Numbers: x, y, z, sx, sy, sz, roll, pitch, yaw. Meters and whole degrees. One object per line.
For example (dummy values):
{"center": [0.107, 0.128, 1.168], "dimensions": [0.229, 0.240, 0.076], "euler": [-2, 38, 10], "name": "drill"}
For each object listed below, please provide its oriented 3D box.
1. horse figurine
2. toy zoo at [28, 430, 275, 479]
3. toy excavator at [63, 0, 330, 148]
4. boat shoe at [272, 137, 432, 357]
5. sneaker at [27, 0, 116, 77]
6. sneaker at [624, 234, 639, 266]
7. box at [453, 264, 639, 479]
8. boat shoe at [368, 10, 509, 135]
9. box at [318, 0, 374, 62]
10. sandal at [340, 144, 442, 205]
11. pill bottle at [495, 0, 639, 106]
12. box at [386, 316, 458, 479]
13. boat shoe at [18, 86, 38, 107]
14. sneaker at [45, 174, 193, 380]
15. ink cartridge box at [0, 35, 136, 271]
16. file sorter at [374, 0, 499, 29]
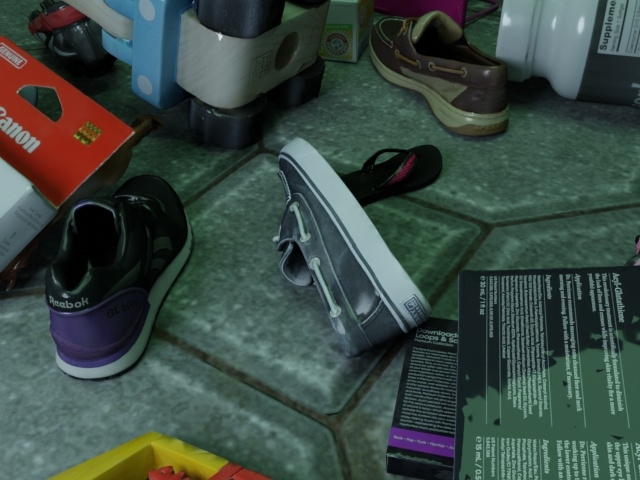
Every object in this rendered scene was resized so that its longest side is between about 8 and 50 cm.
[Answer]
{"center": [-0.285, -0.074, 0.807], "dimensions": [0.263, 0.066, 0.174], "euler": [-41, 32, -14], "name": "horse figurine"}
{"center": [-0.113, 0.200, 0.438], "dimensions": [0.293, 0.030, 0.192], "euler": [7, 21, 38], "name": "toy zoo"}
{"center": [-0.250, -0.318, 0.956], "dimensions": [0.445, 0.222, 0.433], "euler": [32, 46, 18], "name": "toy excavator"}
{"center": [0.000, 0.000, 0.720], "dimensions": [0.102, 0.108, 0.301], "euler": [-33, 45, 1], "name": "boat shoe"}
{"center": [-0.402, -0.329, 1.156], "dimensions": [0.097, 0.135, 0.276], "euler": [-34, 24, -19], "name": "sneaker"}
{"center": [0.345, 0.015, 0.732], "dimensions": [0.119, 0.047, 0.057], "euler": [-17, 33, -30], "name": "sneaker"}
{"center": [0.183, 0.146, 0.455], "dimensions": [0.184, 0.103, 0.261], "euler": [-4, 49, 19], "name": "box"}
{"center": [0.172, -0.282, 1.047], "dimensions": [0.123, 0.123, 0.342], "euler": [-12, 39, -13], "name": "boat shoe"}
{"center": [-0.020, -0.379, 1.195], "dimensions": [0.203, 0.103, 0.114], "euler": [9, 39, 14], "name": "box"}
{"center": [0.081, -0.085, 0.867], "dimensions": [0.179, 0.040, 0.067], "euler": [-23, 43, -25], "name": "sandal"}
{"center": [0.440, -0.293, 0.982], "dimensions": [0.362, 0.210, 0.210], "euler": [10, 39, 15], "name": "pill bottle"}
{"center": [0.124, 0.132, 0.598], "dimensions": [0.116, 0.029, 0.162], "euler": [8, 40, 11], "name": "box"}
{"center": [-0.512, -0.226, 1.000], "dimensions": [0.335, 0.121, 0.119], "euler": [17, 3, 22], "name": "boat shoe"}
{"center": [-0.195, -0.007, 0.710], "dimensions": [0.107, 0.124, 0.283], "euler": [-1, 38, 0], "name": "sneaker"}
{"center": [-0.372, -0.106, 0.755], "dimensions": [0.275, 0.060, 0.239], "euler": [35, 77, 26], "name": "ink cartridge box"}
{"center": [0.226, -0.562, 1.272], "dimensions": [0.202, 0.291, 0.182], "euler": [27, 43, 31], "name": "file sorter"}
